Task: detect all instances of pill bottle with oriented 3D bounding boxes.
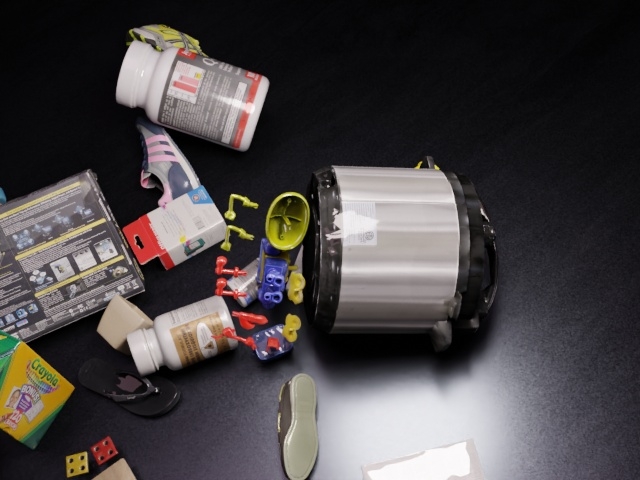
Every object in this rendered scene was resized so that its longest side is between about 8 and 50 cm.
[{"bbox_3d":[-0.314,0.221,1.770,0.229,0.131,0.131,-19,58,-12],"label":"pill bottle"},{"bbox_3d":[-0.333,-0.383,2.040,0.363,0.210,0.210,18,61,-8],"label":"pill bottle"},{"bbox_3d":[-0.152,0.091,1.871,0.137,0.078,0.078,-38,62,-14],"label":"pill bottle"}]

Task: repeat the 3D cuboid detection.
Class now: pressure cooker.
[{"bbox_3d":[0.179,0.027,1.680,0.421,0.369,0.375,0,21,-8],"label":"pressure cooker"}]

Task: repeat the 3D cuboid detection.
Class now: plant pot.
[{"bbox_3d":[-0.458,0.206,1.834,0.109,0.109,0.096,37,81,25],"label":"plant pot"}]

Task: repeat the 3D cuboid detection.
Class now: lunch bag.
[{"bbox_3d":[-0.112,0.239,1.786,0.098,0.065,0.067,-19,74,-5],"label":"lunch bag"}]

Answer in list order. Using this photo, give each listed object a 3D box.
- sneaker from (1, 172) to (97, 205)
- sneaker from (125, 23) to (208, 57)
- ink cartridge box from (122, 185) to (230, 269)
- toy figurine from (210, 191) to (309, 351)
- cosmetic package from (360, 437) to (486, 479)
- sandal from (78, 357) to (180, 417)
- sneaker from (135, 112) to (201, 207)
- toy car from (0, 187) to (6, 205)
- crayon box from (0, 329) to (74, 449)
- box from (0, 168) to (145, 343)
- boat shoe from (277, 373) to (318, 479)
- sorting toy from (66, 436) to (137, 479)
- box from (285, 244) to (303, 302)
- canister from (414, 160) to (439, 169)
[{"bbox_3d":[-0.673,-0.068,2.005,0.270,0.090,0.145,-29,91,-35],"label":"sneaker"},{"bbox_3d":[-0.381,-0.523,2.237,0.385,0.145,0.147,37,52,17],"label":"sneaker"},{"bbox_3d":[-0.364,-0.022,1.968,0.231,0.078,0.134,-29,59,-9],"label":"ink cartridge box"},{"bbox_3d":[-0.130,0.037,1.733,0.191,0.362,0.217,5,19,-4],"label":"toy figurine"},{"bbox_3d":[0.211,0.487,1.595,0.239,0.060,0.098,-13,57,0],"label":"cosmetic package"},{"bbox_3d":[-0.445,0.335,1.779,0.255,0.054,0.097,12,62,15],"label":"sandal"},{"bbox_3d":[-0.441,-0.213,2.073,0.131,0.112,0.319,-31,59,-14],"label":"sneaker"},{"bbox_3d":[-0.909,-0.008,1.977,0.238,0.210,0.219,-31,71,3],"label":"toy car"},{"bbox_3d":[-0.660,0.326,1.683,0.081,0.278,0.165,20,64,20],"label":"crayon box"},{"bbox_3d":[-0.661,0.052,1.845,0.395,0.318,0.097,-25,17,-6],"label":"box"},{"bbox_3d":[-0.054,0.405,1.679,0.081,0.069,0.227,19,60,-27],"label":"boat shoe"},{"bbox_3d":[-0.443,0.552,1.654,0.132,0.046,0.274,-35,61,-13],"label":"sorting toy"},{"bbox_3d":[0.000,0.000,1.913,0.067,0.063,0.324,11,61,16],"label":"box"},{"bbox_3d":[0.234,-0.110,1.942,0.170,0.073,0.126,-34,61,-11],"label":"canister"}]
